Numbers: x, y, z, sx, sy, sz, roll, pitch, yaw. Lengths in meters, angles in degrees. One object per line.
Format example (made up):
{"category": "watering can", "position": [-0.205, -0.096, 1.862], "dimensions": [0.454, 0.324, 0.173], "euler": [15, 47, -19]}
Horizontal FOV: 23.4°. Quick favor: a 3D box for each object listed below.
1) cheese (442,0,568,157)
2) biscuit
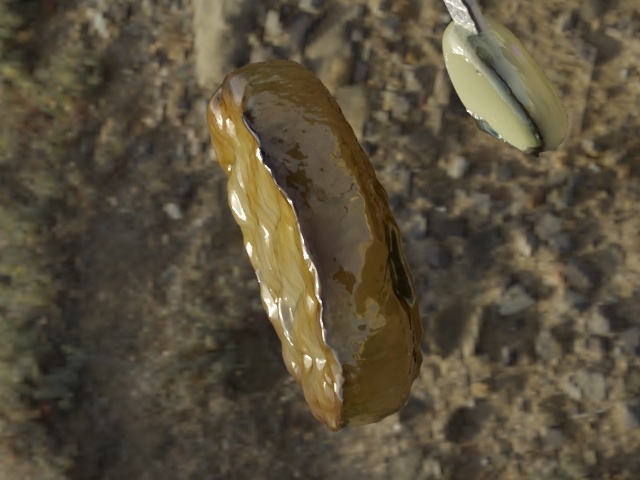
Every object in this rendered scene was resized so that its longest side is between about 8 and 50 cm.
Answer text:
{"category": "cheese", "position": [0.148, -0.183, 1.434], "dimensions": [0.054, 0.251, 0.127], "euler": [-47, 46, -12]}
{"category": "biscuit", "position": [0.000, 0.000, 1.194], "dimensions": [0.296, 0.102, 0.296], "euler": [163, 90, -80]}
